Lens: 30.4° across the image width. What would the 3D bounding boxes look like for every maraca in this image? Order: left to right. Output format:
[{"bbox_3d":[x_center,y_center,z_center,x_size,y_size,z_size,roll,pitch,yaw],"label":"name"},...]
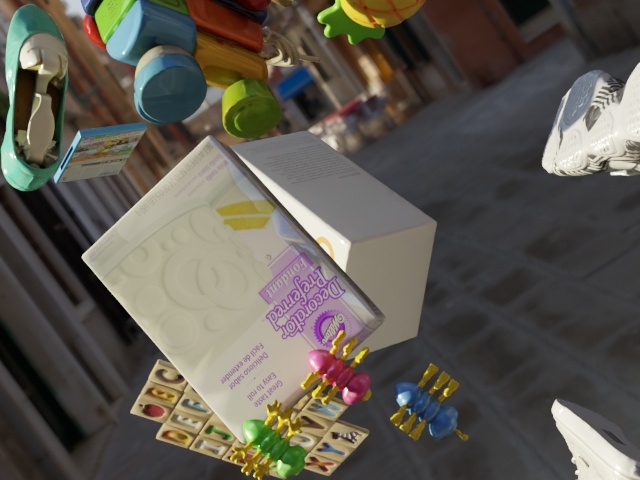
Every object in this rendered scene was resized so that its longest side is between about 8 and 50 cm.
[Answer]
[{"bbox_3d":[0.075,-0.325,1.557,0.127,0.099,0.185,12,-39,-32],"label":"maraca"}]

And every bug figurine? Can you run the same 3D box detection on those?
[{"bbox_3d":[0.031,0.243,1.416,0.279,0.216,0.072,-48,-6,-11],"label":"bug figurine"}]

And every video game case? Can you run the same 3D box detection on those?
[{"bbox_3d":[-0.374,-0.148,1.996,0.119,0.015,0.166,-11,-19,-32],"label":"video game case"}]

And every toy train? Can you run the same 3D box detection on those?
[{"bbox_3d":[-0.065,-0.141,0.962,0.248,0.143,0.105,15,-49,-41],"label":"toy train"}]

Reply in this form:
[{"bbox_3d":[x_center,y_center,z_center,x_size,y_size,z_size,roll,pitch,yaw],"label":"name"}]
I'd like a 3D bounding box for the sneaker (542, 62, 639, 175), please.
[{"bbox_3d":[0.414,-0.114,1.398,0.366,0.210,0.137,163,130,-76],"label":"sneaker"}]

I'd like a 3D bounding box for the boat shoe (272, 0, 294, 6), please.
[{"bbox_3d":[-0.035,-0.407,1.697,0.072,0.068,0.190,-57,18,35],"label":"boat shoe"}]

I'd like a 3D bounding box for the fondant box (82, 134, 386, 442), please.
[{"bbox_3d":[-0.113,0.062,1.546,0.238,0.330,0.096,-43,-9,3],"label":"fondant box"}]

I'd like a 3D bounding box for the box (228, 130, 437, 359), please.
[{"bbox_3d":[0.000,0.000,1.864,0.168,0.215,0.345,-14,37,-32],"label":"box"}]

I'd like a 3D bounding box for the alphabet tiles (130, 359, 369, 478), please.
[{"bbox_3d":[-0.112,0.280,1.823,0.285,0.342,0.011,125,162,-50],"label":"alphabet tiles"}]

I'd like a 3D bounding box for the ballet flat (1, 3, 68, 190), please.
[{"bbox_3d":[-0.351,-0.186,1.485,0.083,0.247,0.087,8,-12,-34],"label":"ballet flat"}]

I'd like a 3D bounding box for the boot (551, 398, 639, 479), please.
[{"bbox_3d":[0.353,0.303,1.556,0.258,0.095,0.123,-123,54,-77],"label":"boot"}]
